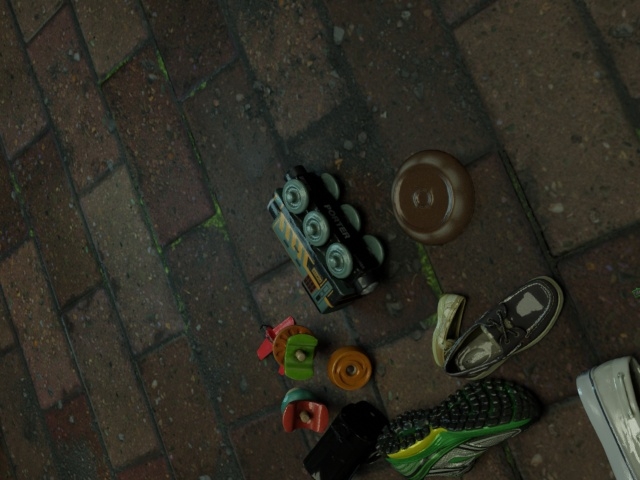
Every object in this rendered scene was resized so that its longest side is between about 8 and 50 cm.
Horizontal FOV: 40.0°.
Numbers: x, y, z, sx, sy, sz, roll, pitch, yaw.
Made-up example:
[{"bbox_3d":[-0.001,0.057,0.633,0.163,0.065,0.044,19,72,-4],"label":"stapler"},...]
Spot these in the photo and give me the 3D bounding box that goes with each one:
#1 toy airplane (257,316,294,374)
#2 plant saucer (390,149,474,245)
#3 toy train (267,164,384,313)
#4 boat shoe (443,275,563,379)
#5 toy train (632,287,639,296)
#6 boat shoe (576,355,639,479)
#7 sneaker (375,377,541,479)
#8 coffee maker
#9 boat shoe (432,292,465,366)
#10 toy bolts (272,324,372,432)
[{"bbox_3d":[-0.101,0.254,2.085,0.151,0.028,0.151,4,96,37],"label":"toy airplane"},{"bbox_3d":[0.218,-0.086,1.794,0.199,0.036,0.198,5,99,38],"label":"plant saucer"},{"bbox_3d":[0.000,0.000,1.917,0.334,0.142,0.190,56,134,19],"label":"toy train"},{"bbox_3d":[0.346,0.178,1.686,0.285,0.092,0.102,-47,67,32],"label":"boat shoe"},{"bbox_3d":[0.584,0.077,1.534,0.083,0.024,0.017,-35,74,36],"label":"toy train"},{"bbox_3d":[0.593,0.365,1.505,0.156,0.136,0.367,-35,64,32],"label":"boat shoe"},{"bbox_3d":[0.288,0.387,1.758,0.344,0.134,0.146,-27,115,30],"label":"sneaker"},{"bbox_3d":[0.041,0.447,1.905,0.178,0.171,0.120,-58,42,25],"label":"coffee maker"},{"bbox_3d":[0.263,0.183,1.778,0.048,0.056,0.153,10,94,42],"label":"boat shoe"},{"bbox_3d":[-0.011,0.309,1.973,0.158,0.218,0.228,-143,62,-77],"label":"toy bolts"}]
